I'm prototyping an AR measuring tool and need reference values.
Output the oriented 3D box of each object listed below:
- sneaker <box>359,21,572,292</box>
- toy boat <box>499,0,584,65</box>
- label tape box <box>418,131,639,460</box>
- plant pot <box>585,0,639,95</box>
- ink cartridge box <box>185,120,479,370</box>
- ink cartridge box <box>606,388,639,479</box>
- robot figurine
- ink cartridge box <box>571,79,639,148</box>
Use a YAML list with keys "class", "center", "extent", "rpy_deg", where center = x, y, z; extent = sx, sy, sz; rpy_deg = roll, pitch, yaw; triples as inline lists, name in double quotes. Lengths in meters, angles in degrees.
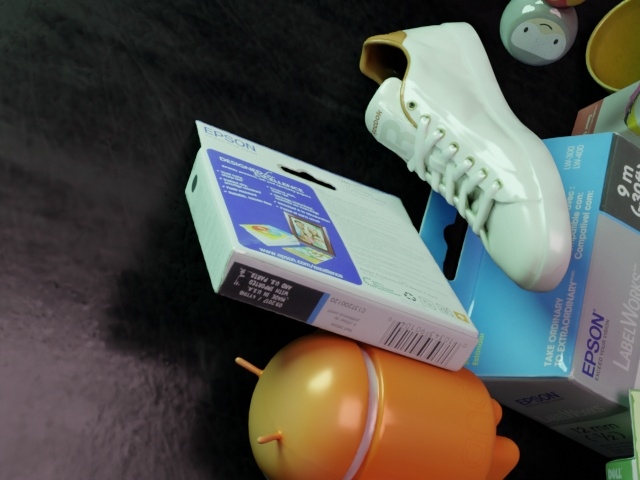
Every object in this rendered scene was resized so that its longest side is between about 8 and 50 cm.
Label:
- class: "sneaker"
  center: [0.106, -0.069, 0.874]
  extent: [0.123, 0.106, 0.290]
  rpy_deg: [-6, 49, -18]
- class: "toy boat"
  center: [0.125, -0.300, 0.941]
  extent: [0.267, 0.148, 0.318]
  rpy_deg: [-22, 59, -35]
- class: "label tape box"
  center: [0.256, 0.046, 0.951]
  extent: [0.348, 0.115, 0.249]
  rpy_deg: [29, 62, -23]
- class: "plant pot"
  center: [0.357, -0.182, 1.085]
  extent: [0.095, 0.134, 0.134]
  rpy_deg: [42, 55, -44]
- class: "ink cartridge box"
  center: [0.000, 0.000, 0.807]
  extent: [0.206, 0.045, 0.208]
  rpy_deg: [20, 25, -24]
- class: "ink cartridge box"
  center: [0.297, 0.229, 0.853]
  extent: [0.109, 0.062, 0.209]
  rpy_deg: [1, 75, -6]
- class: "robot figurine"
  center: [0.040, 0.139, 0.783]
  extent: [0.219, 0.128, 0.158]
  rpy_deg: [18, 72, -27]
- class: "ink cartridge box"
  center: [0.348, -0.103, 1.000]
  extent: [0.115, 0.198, 0.067]
  rpy_deg: [34, 60, -18]
